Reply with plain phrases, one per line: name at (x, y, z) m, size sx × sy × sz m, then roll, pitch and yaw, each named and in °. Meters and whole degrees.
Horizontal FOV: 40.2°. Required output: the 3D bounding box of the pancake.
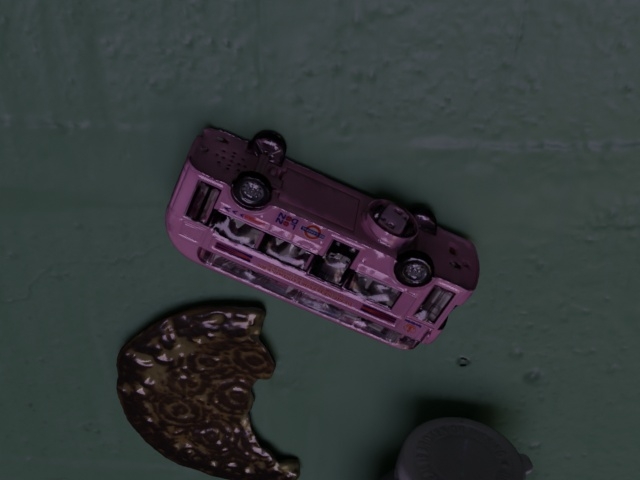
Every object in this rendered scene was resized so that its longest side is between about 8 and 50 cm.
pancake at (-0.074, 0.124, 0.695) m, size 0.184 × 0.020 × 0.190 m, roll 28°, pitch 124°, yaw -11°

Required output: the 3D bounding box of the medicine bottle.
medicine bottle at (0.094, 0.246, 0.688) m, size 0.135 × 0.135 × 0.215 m, roll 8°, pitch 125°, yaw 2°

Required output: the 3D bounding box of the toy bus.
toy bus at (0.000, 0.000, 0.576) m, size 0.203 × 0.063 × 0.090 m, roll 23°, pitch 127°, yaw -7°
